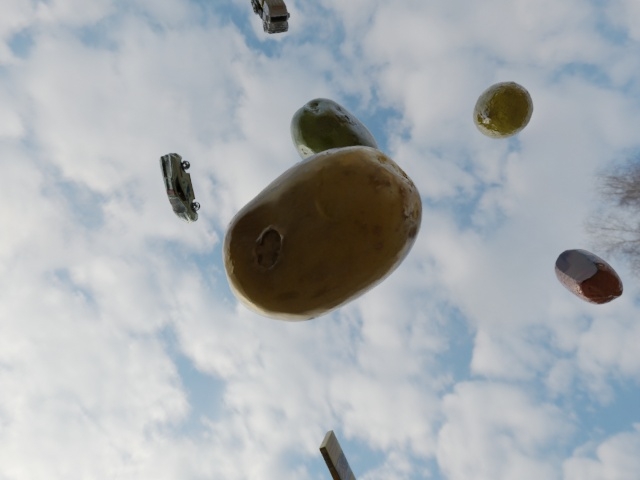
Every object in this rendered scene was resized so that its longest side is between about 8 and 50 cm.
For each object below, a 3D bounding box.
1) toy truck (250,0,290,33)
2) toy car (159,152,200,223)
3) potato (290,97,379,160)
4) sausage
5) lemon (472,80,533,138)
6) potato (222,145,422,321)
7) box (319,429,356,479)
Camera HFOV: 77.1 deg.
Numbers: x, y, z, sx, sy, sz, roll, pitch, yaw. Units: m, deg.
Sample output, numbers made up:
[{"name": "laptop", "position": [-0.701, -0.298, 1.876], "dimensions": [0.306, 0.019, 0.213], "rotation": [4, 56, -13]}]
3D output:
[{"name": "toy truck", "position": [-0.104, -0.477, 0.805], "dimensions": [0.052, 0.063, 0.123], "rotation": [-17, -112, -18]}, {"name": "toy car", "position": [-0.398, -0.144, 1.131], "dimensions": [0.095, 0.056, 0.205], "rotation": [4, -70, 37]}, {"name": "potato", "position": [0.043, -0.201, 0.876], "dimensions": [0.149, 0.186, 0.253], "rotation": [-52, -43, 7]}, {"name": "sausage", "position": [0.361, 0.049, 0.544], "dimensions": [0.054, 0.094, 0.059], "rotation": [34, -73, -14]}, {"name": "lemon", "position": [0.355, -0.253, 0.784], "dimensions": [0.109, 0.133, 0.109], "rotation": [16, -61, 31]}, {"name": "potato", "position": [0.000, 0.000, 0.442], "dimensions": [0.233, 0.151, 0.146], "rotation": [-32, -47, 19]}, {"name": "box", "position": [0.047, 0.570, 1.008], "dimensions": [0.023, 0.087, 0.155], "rotation": [-27, -95, 11]}]
